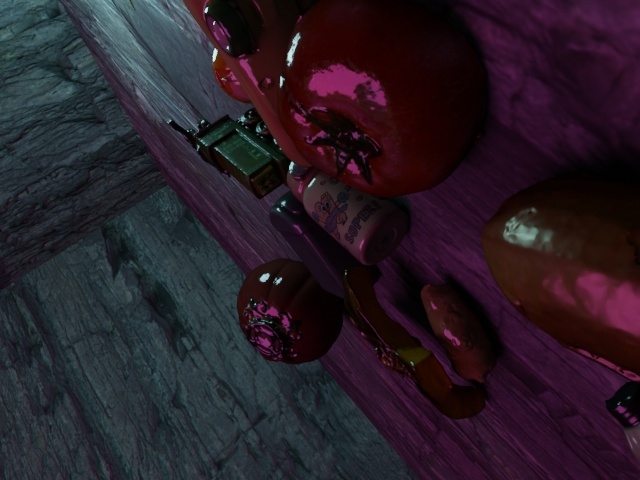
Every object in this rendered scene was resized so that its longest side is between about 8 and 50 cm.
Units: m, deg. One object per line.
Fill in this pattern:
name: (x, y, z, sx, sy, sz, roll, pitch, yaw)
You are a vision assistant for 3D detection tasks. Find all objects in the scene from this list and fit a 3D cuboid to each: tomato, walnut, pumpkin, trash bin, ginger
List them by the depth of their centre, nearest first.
walnut: (0.213, 0.024, 0.332, 0.137, 0.137, 0.245, 63, 170, -30)
tomato: (0.044, -0.120, 0.463, 0.225, 0.085, 0.224, 22, 149, 14)
ginger: (0.208, 0.140, 0.703, 0.190, 0.069, 0.095, 59, 165, -22)
pumpkin: (0.156, 0.194, 0.818, 0.290, 0.095, 0.258, 42, 174, 26)
trash bin: (0.000, 0.000, 0.944, 0.236, 0.101, 0.177, 55, 163, -17)

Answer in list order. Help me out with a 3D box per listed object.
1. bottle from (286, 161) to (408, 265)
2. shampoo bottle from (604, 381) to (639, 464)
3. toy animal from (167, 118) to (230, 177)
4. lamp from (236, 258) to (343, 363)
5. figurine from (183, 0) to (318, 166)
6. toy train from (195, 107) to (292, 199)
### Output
bottle: (0.027, -0.061, 0.723, 0.209, 0.097, 0.110, 42, 180, 32)
shampoo bottle: (0.376, 0.235, 0.418, 0.257, 0.078, 0.127, 45, 167, 18)
toy animal: (-0.331, -0.266, 1.331, 0.233, 0.084, 0.148, 41, 162, 25)
lamp: (-0.086, 0.196, 1.287, 0.304, 0.257, 0.302, 14, 124, 22)
figurine: (-0.077, -0.237, 0.615, 0.222, 0.124, 0.324, 32, 158, 51)
toy train: (-0.118, -0.161, 0.856, 0.225, 0.137, 0.090, 40, 160, 40)
